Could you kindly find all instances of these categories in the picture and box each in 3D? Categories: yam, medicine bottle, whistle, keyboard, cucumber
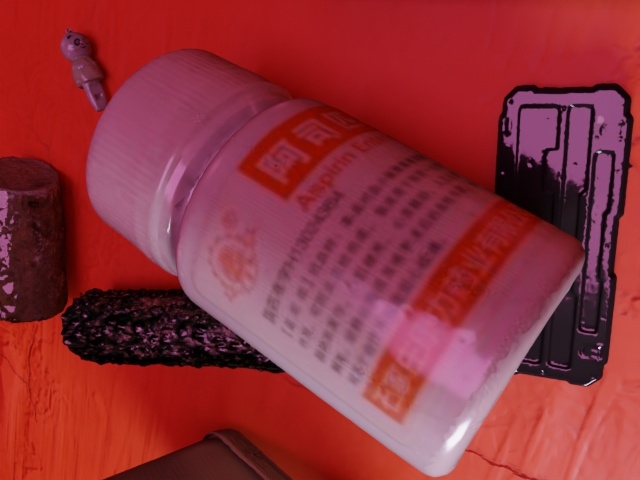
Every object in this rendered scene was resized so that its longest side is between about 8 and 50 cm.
[{"bbox_3d":[-0.380,-0.004,0.771,0.107,0.107,0.193,13,107,24],"label":"yam"},{"bbox_3d":[0.000,0.000,0.512,0.372,0.211,0.211,33,115,21],"label":"medicine bottle"},{"bbox_3d":[-0.272,-0.198,0.705,0.035,0.035,0.100,-18,96,29],"label":"whistle"},{"bbox_3d":[0.203,0.000,0.524,0.106,0.016,0.262,6,106,26],"label":"keyboard"},{"bbox_3d":[-0.131,0.101,0.677,0.360,0.096,0.096,-2,102,29],"label":"cucumber"}]

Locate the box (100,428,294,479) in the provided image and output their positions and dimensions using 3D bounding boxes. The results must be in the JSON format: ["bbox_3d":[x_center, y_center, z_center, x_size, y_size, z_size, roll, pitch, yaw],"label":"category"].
[{"bbox_3d":[-0.133,0.362,0.548,0.352,0.344,0.177,26,111,42],"label":"box"}]
